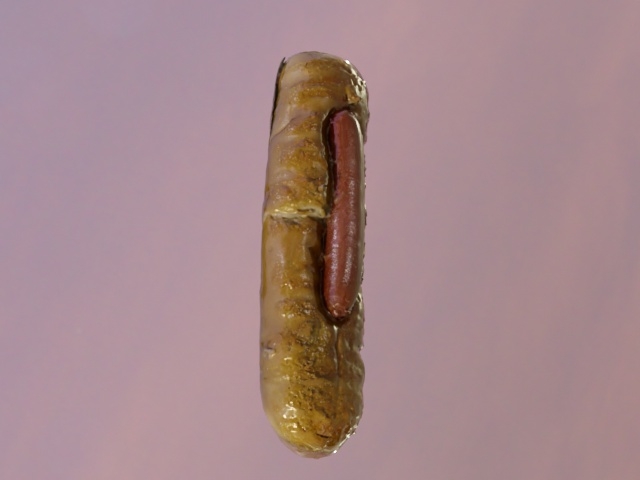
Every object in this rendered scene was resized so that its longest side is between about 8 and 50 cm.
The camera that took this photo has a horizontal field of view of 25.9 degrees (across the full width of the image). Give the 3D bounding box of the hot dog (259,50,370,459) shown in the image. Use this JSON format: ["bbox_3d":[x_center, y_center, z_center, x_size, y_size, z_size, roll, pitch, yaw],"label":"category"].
[{"bbox_3d":[0.000,0.000,0.698,0.066,0.047,0.215,23,-119,-42],"label":"hot dog"}]
